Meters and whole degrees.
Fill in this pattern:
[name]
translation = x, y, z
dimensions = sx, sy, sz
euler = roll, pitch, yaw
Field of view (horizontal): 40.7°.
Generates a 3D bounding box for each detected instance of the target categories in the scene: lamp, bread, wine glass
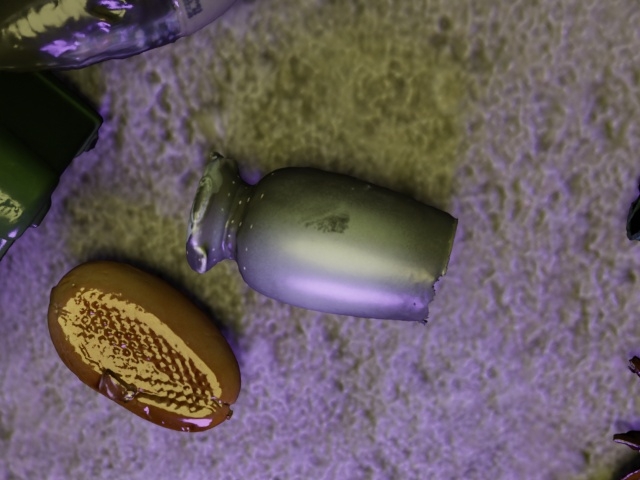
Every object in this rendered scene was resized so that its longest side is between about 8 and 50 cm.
[lamp]
translation = -0.130, -0.187, 0.623
dimensions = 0.250, 0.101, 0.101
euler = -29, 103, -11
[bread]
translation = -0.152, 0.092, 0.756
dimensions = 0.189, 0.077, 0.114
euler = 37, 89, -4
[wine glass]
translation = 0.000, 0.000, 0.685
dimensions = 0.204, 0.111, 0.111
euler = 15, 109, 5

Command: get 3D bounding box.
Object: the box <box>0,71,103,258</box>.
[box]
translation = -0.320, -0.013, 0.661
dimensions = 0.178, 0.253, 0.328
euler = 34, 110, -13

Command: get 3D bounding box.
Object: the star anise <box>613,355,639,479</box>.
[star anise]
translation = 0.316, 0.208, 0.739
dimensions = 0.212, 0.053, 0.157
euler = 29, 109, -4

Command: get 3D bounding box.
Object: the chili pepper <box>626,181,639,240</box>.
[chili pepper]
translation = 0.356, -0.003, 0.667
dimensions = 0.227, 0.059, 0.088
euler = 20, 97, -3
